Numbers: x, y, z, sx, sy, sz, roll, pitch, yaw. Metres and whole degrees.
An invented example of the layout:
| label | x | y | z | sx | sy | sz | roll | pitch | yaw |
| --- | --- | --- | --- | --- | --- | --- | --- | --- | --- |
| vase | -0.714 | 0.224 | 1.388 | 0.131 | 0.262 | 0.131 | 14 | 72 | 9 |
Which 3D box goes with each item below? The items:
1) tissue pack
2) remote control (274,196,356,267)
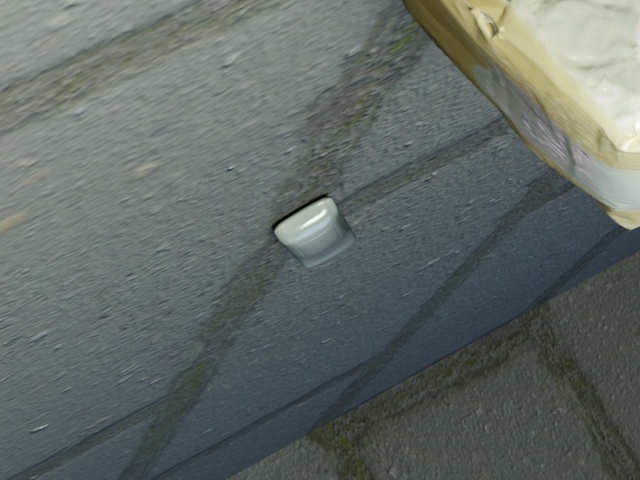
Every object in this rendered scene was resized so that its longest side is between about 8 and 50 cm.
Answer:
| label | x | y | z | sx | sy | sz | roll | pitch | yaw |
| --- | --- | --- | --- | --- | --- | --- | --- | --- | --- |
| tissue pack | 0.106 | -0.099 | 0.855 | 0.090 | 0.186 | 0.222 | -44 | 169 | -1 |
| remote control | 0.000 | 0.000 | 1.474 | 0.050 | 0.027 | 0.184 | -29 | 171 | 2 |
